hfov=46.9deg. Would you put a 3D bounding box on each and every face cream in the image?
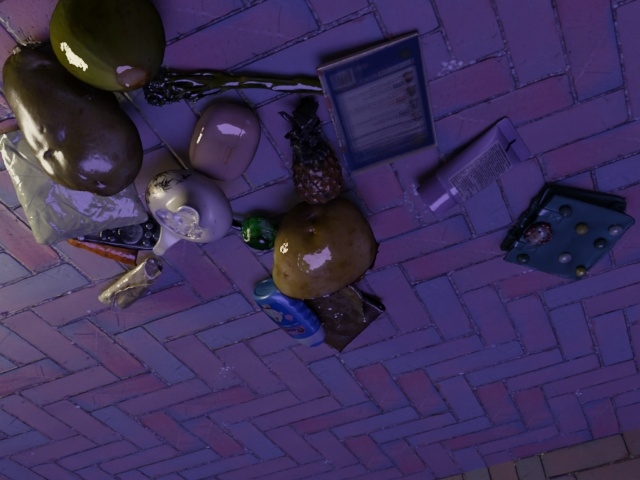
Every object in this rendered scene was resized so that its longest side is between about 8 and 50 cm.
[{"bbox_3d":[0.366,-0.169,1.778,0.274,0.096,0.154,-36,129,12],"label":"face cream"},{"bbox_3d":[-0.082,0.215,2.109,0.149,0.083,0.264,-5,137,45],"label":"face cream"}]

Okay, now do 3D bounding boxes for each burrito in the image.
[{"bbox_3d":[-0.509,0.121,2.007,0.087,0.060,0.226,33,127,-28],"label":"burrito"}]

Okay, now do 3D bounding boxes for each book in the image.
[{"bbox_3d":[0.134,-0.291,1.630,0.229,0.018,0.322,-19,138,0],"label":"book"}]

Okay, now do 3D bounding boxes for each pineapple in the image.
[{"bbox_3d":[-0.021,-0.203,1.672,0.128,0.128,0.248,-11,131,5],"label":"pineapple"}]

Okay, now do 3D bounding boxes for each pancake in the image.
[{"bbox_3d":[0.035,0.186,2.124,0.223,0.042,0.236,-14,127,33],"label":"pancake"}]

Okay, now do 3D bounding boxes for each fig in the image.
[{"bbox_3d":[-0.381,-0.376,1.359,0.207,0.230,0.207,-14,113,-36],"label":"fig"}]

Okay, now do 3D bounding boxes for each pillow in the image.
[{"bbox_3d":[-0.559,-0.136,1.651,0.275,0.076,0.280,-12,113,7],"label":"pillow"}]

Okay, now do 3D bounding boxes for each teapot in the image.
[{"bbox_3d":[-0.311,-0.058,1.701,0.209,0.165,0.299,21,145,-17],"label":"teapot"}]

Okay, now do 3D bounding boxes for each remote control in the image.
[{"bbox_3d":[-0.524,-0.029,1.838,0.266,0.090,0.066,10,174,-11],"label":"remote control"}]

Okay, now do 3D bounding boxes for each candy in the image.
[{"bbox_3d":[-0.255,-0.052,1.847,0.324,0.097,0.097,17,134,-12],"label":"candy"}]

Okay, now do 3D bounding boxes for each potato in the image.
[{"bbox_3d":[0.000,0.000,1.799,0.286,0.242,0.242,-17,137,-1],"label":"potato"},{"bbox_3d":[-0.502,-0.241,1.469,0.202,0.218,0.351,-39,96,2],"label":"potato"}]

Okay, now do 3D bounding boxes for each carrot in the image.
[{"bbox_3d":[-0.560,0.011,1.874,0.205,0.072,0.072,14,134,-19],"label":"carrot"}]

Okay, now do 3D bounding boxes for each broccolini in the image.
[{"bbox_3d":[-0.178,-0.314,1.568,0.393,0.078,0.074,2,171,-9],"label":"broccolini"}]

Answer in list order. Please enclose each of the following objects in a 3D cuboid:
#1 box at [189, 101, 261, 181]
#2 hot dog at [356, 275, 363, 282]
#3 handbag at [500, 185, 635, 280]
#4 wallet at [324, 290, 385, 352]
[{"bbox_3d":[-0.214,-0.218,1.646,0.146,0.088,0.200,12,136,-18],"label":"box"},{"bbox_3d":[0.091,0.067,2.015,0.078,0.061,0.168,-13,138,6],"label":"hot dog"},{"bbox_3d":[0.657,-0.011,1.965,0.274,0.100,0.268,11,136,-19],"label":"handbag"},{"bbox_3d":[0.074,0.239,2.216,0.133,0.039,0.243,29,127,-16],"label":"wallet"}]
